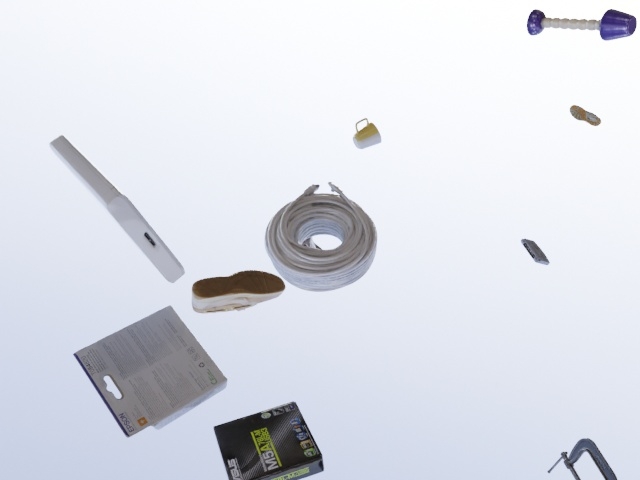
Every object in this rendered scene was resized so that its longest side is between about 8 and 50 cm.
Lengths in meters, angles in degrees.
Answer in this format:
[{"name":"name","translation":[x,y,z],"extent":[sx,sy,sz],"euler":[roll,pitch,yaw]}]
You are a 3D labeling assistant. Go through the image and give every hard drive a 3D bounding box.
[{"name":"hard drive","translation":[-0.424,-0.071,1.366],"extent":[0.047,0.233,0.353],"euler":[-42,-136,-13]}]

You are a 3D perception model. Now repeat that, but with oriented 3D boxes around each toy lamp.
[{"name":"toy lamp","translation":[0.660,-0.551,1.680],"extent":[0.080,0.080,0.275],"euler":[-11,-157,-40]}]

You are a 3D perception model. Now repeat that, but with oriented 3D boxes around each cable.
[{"name":"cable","translation":[0.000,0.000,1.502],"extent":[0.257,0.089,0.257],"euler":[-32,-125,-24]}]

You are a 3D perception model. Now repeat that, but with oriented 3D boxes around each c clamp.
[{"name":"c clamp","translation":[0.530,0.472,1.320],"extent":[0.022,0.137,0.160],"euler":[14,-157,-19]}]

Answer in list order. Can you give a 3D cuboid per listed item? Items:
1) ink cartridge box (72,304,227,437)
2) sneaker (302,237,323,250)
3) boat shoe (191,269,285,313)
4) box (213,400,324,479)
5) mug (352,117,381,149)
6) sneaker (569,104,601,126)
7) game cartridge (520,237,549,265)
[{"name":"ink cartridge box","translation":[-0.338,0.261,1.316],"extent":[0.224,0.045,0.223],"euler":[-26,-121,-32]},{"name":"sneaker","translation":[-0.040,0.033,1.713],"extent":[0.066,0.188,0.071],"euler":[2,-122,20]},{"name":"boat shoe","translation":[-0.145,0.094,1.156],"extent":[0.170,0.059,0.063],"euler":[-3,-136,-25]},{"name":"box","translation":[-0.108,0.416,1.327],"extent":[0.184,0.045,0.190],"euler":[-12,-155,-15]},{"name":"mug","translation":[0.118,-0.282,1.770],"extent":[0.064,0.062,0.078],"euler":[-28,-88,-9]},{"name":"sneaker","translation":[0.651,-0.307,1.630],"extent":[0.083,0.032,0.037],"euler":[34,-154,8]},{"name":"game cartridge","translation":[0.559,0.030,1.716],"extent":[0.056,0.017,0.083],"euler":[10,-140,-33]}]
